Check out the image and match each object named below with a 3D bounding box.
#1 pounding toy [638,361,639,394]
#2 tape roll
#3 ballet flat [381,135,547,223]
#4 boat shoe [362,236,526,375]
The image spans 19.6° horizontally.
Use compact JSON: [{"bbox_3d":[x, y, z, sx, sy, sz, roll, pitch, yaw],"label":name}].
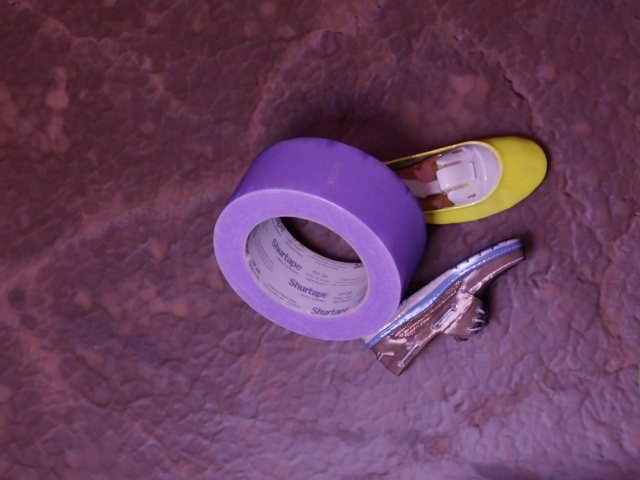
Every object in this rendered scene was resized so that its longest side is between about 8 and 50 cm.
[{"bbox_3d":[0.410,0.114,1.692,0.237,0.110,0.183,-11,94,11],"label":"pounding toy"},{"bbox_3d":[0.000,0.000,1.746,0.189,0.189,0.080,16,47,13],"label":"tape roll"},{"bbox_3d":[0.103,-0.052,1.785,0.231,0.077,0.077,-11,81,11],"label":"ballet flat"},{"bbox_3d":[0.129,0.064,1.782,0.183,0.066,0.066,-35,84,18],"label":"boat shoe"}]
